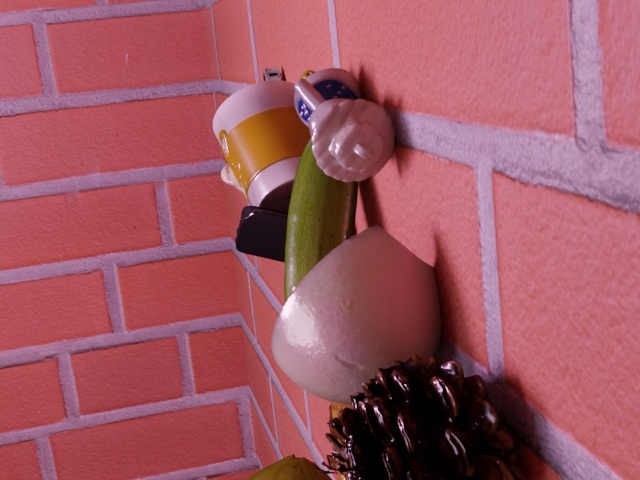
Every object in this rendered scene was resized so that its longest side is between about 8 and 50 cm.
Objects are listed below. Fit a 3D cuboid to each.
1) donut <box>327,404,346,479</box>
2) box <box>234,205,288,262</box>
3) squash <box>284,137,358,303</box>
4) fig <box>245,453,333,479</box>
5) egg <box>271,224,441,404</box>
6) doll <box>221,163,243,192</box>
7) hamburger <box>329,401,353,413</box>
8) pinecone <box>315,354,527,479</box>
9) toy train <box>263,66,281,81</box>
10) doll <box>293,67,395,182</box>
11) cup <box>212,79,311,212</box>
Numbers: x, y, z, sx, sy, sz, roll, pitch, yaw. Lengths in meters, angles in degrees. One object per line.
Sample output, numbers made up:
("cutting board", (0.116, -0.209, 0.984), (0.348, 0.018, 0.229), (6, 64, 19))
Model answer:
("donut", (0.063, 0.372, 1.649), (0.166, 0.073, 0.184), (180, 81, -77))
("box", (-0.049, -0.002, 1.654), (0.212, 0.201, 0.042), (105, 176, -68))
("squash", (0.000, 0.000, 1.428), (0.107, 0.107, 0.394), (114, 162, -69))
("fig", (-0.060, 0.608, 1.861), (0.343, 0.344, 0.343), (171, 90, -78))
("egg", (0.060, 0.136, 1.217), (0.162, 0.206, 0.271), (44, 151, 31))
("doll", (-0.089, -0.139, 1.961), (0.149, 0.175, 0.278), (45, 177, -29))
("hamburger", (0.054, 0.176, 1.494), (0.214, 0.108, 0.213), (174, 90, -83))
("pinecone", (0.106, 0.237, 1.028), (0.221, 0.222, 0.221), (171, 90, -78))
("toy train", (-0.107, -0.289, 2.050), (0.207, 0.047, 0.043), (98, 161, -56))
("doll", (0.026, -0.171, 1.340), (0.138, 0.119, 0.293), (39, -169, -28))
("cup", (-0.077, -0.140, 1.727), (0.241, 0.186, 0.226), (83, 167, -58))
